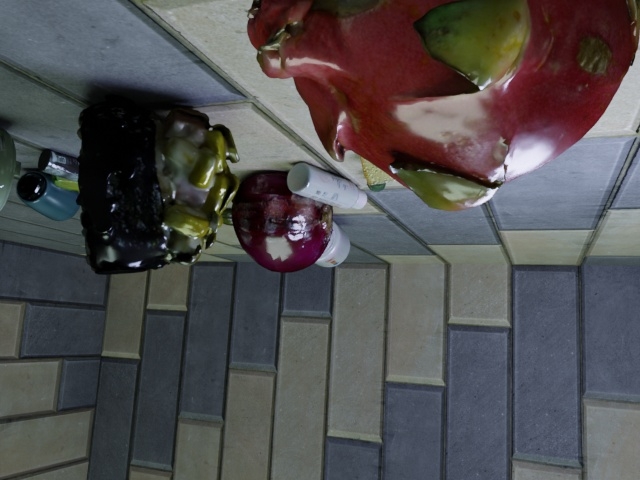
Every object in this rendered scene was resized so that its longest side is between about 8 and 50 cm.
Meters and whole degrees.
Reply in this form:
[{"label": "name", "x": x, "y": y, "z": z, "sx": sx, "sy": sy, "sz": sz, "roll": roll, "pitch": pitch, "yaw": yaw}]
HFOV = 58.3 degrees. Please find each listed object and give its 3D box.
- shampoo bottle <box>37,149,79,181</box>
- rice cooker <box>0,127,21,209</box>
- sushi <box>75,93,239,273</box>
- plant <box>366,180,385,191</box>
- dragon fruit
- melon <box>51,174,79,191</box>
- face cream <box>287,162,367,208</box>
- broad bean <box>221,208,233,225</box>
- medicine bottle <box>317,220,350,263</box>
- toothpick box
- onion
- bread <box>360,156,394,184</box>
[{"label": "shampoo bottle", "x": -0.625, "y": -0.183, "z": 1.498, "sx": 0.064, "sy": 0.057, "sz": 0.208, "roll": -7, "pitch": 168, "yaw": 32}, {"label": "rice cooker", "x": -0.784, "y": -0.159, "z": 1.205, "sx": 0.244, "sy": 0.225, "sz": 0.226, "roll": 15, "pitch": 165, "yaw": -42}, {"label": "sushi", "x": -0.315, "y": -0.098, "z": 1.119, "sx": 0.286, "sy": 0.327, "sz": 0.329, "roll": -5, "pitch": 173, "yaw": -19}, {"label": "plant", "x": 0.142, "y": -0.147, "z": 1.472, "sx": 0.051, "sy": 0.051, "sz": 0.102, "roll": 3, "pitch": 175, "yaw": -1}, {"label": "dragon fruit", "x": 0.083, "y": -0.191, "z": 0.472, "sx": 0.306, "sy": 0.305, "sz": 0.226, "roll": -4, "pitch": 166, "yaw": 38}, {"label": "melon", "x": -0.659, "y": -0.169, "z": 1.598, "sx": 0.118, "sy": 0.064, "sz": 0.210, "roll": -12, "pitch": 166, "yaw": 43}, {"label": "face cream", "x": 0.028, "y": -0.134, "z": 1.502, "sx": 0.082, "sy": 0.081, "sz": 0.269, "roll": -4, "pitch": 170, "yaw": 38}, {"label": "broad bean", "x": -0.233, "y": -0.072, "z": 2.043, "sx": 0.339, "sy": 0.061, "sz": 0.077, "roll": 7, "pitch": 177, "yaw": -20}, {"label": "medicine bottle", "x": 0.000, "y": 0.000, "z": 2.068, "sx": 0.170, "sy": 0.170, "sz": 0.293, "roll": 1, "pitch": 172, "yaw": 14}, {"label": "toothpick box", "x": -0.801, "y": -0.133, "z": 1.684, "sx": 0.121, "sy": 0.120, "sz": 0.184, "roll": 2, "pitch": 168, "yaw": 6}, {"label": "onion", "x": -0.111, "y": -0.039, "z": 1.622, "sx": 0.282, "sy": 0.260, "sz": 0.337, "roll": 7, "pitch": 172, "yaw": 10}, {"label": "bread", "x": 0.155, "y": -0.184, "z": 1.341, "sx": 0.084, "sy": 0.080, "sz": 0.109, "roll": -2, "pitch": -155, "yaw": 30}]
